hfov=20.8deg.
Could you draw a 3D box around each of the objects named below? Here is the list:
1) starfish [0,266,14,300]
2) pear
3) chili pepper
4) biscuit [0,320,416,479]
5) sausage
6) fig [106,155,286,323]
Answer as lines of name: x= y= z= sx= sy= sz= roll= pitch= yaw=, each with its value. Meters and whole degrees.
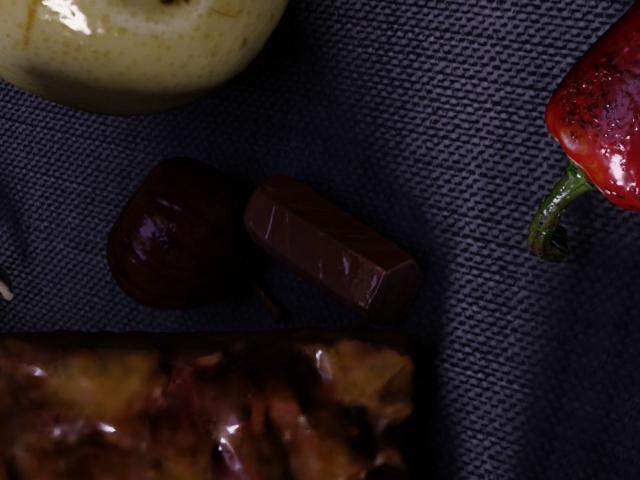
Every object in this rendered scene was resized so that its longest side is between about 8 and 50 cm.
starfish: x=-0.289 y=0.235 z=1.560 sx=0.324 sy=0.082 sz=0.432 roll=-48 pitch=61 yaw=31
pear: x=-0.164 y=-0.246 z=1.343 sx=0.309 sy=0.309 sz=0.309 roll=-2 pitch=86 yaw=41
chili pepper: x=0.243 y=-0.126 z=1.093 sx=0.387 sy=0.110 sz=0.110 roll=-51 pitch=58 yaw=23
biscuit: x=-0.126 y=0.224 z=1.222 sx=0.166 sy=0.395 sz=0.342 roll=-178 pitch=90 yaw=-66
sausage: x=-0.001 y=0.000 z=1.332 sx=0.169 sy=0.065 sz=0.065 roll=34 pitch=110 yaw=35
fig: x=-0.099 y=-0.003 z=1.389 sx=0.150 sy=0.128 sz=0.128 roll=4 pitch=91 yaw=15
